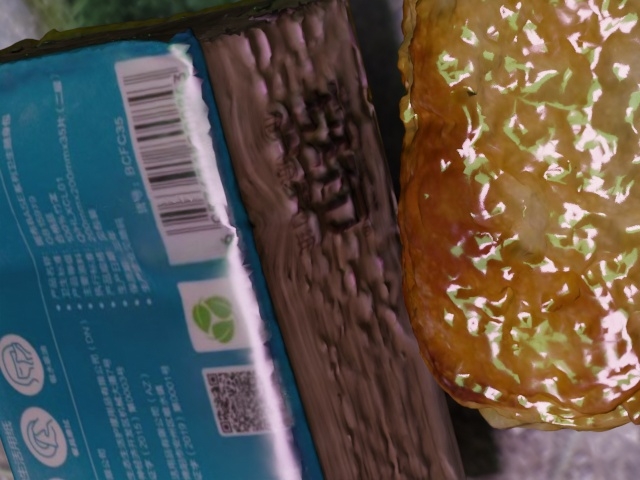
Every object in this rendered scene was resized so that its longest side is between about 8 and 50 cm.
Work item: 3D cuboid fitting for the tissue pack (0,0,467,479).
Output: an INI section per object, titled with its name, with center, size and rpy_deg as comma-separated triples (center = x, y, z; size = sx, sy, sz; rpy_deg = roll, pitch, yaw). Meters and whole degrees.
[tissue pack]
center = -0.055, 0.031, 0.847
size = 0.192, 0.134, 0.270
rpy_deg = -2, 108, 39

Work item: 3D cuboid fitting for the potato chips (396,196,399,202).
[potato chips]
center = 0.000, 0.000, 0.896
size = 0.142, 0.026, 0.209
rpy_deg = 24, 121, 24

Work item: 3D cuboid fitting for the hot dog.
[hot dog]
center = 0.105, -0.053, 0.746
size = 0.175, 0.114, 0.259
rpy_deg = 13, 117, 26
